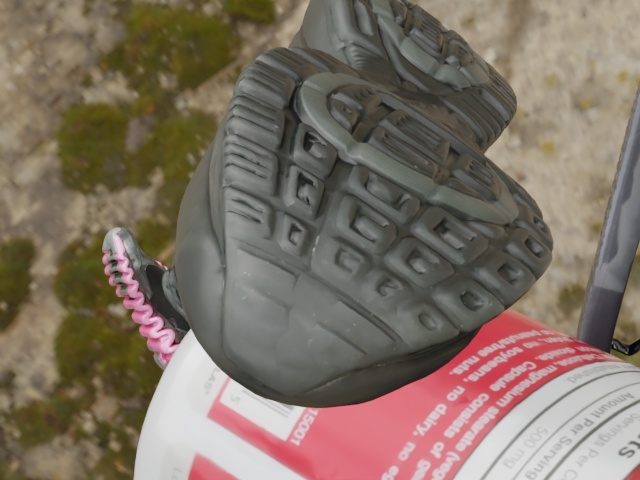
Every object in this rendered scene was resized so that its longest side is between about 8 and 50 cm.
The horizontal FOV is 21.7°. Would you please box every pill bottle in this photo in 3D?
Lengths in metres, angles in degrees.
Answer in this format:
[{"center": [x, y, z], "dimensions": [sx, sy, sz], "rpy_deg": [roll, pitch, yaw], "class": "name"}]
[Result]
[{"center": [0.113, 0.167, 0.831], "dimensions": [0.407, 0.229, 0.229], "rpy_deg": [26, 76, 40], "class": "pill bottle"}]

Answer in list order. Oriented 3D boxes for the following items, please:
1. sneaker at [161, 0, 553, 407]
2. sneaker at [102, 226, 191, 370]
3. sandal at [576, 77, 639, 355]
[{"center": [0.000, 0.000, 0.557], "dimensions": [0.109, 0.286, 0.130], "rpy_deg": [37, 109, -3], "class": "sneaker"}, {"center": [-0.109, 0.037, 1.172], "dimensions": [0.057, 0.119, 0.047], "rpy_deg": [-34, 20, -18], "class": "sneaker"}, {"center": [0.190, -0.011, 0.956], "dimensions": [0.054, 0.097, 0.255], "rpy_deg": [14, 107, 8], "class": "sandal"}]
